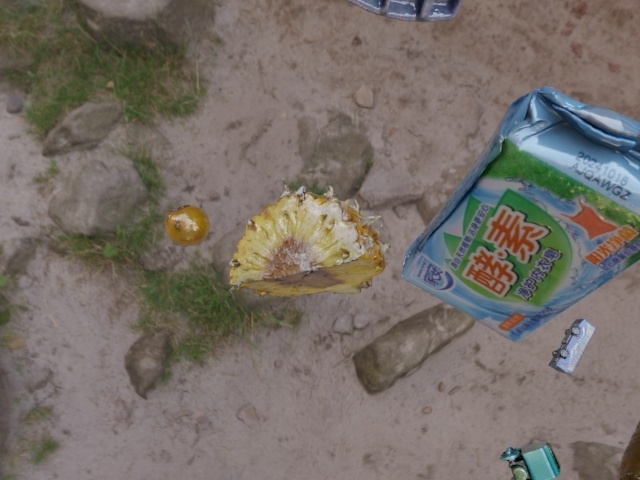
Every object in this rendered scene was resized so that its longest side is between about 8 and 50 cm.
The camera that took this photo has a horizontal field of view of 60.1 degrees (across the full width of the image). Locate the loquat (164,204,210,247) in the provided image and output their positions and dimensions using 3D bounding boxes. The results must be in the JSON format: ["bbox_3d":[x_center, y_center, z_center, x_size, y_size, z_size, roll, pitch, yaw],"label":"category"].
[{"bbox_3d":[-0.425,-0.045,1.769,0.141,0.141,0.141,0,66,0],"label":"loquat"}]

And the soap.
[{"bbox_3d":[0.187,-0.010,0.502,0.156,0.293,0.077,29,55,4],"label":"soap"}]

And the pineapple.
[{"bbox_3d":[0.002,0.001,1.187,0.344,0.286,0.209,-14,72,29],"label":"pineapple"}]

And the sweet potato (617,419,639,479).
[{"bbox_3d":[0.384,0.210,0.603,0.269,0.075,0.075,-6,62,-36],"label":"sweet potato"}]

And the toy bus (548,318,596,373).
[{"bbox_3d":[0.656,0.276,1.442,0.061,0.051,0.153,34,77,4],"label":"toy bus"}]

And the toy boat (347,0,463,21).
[{"bbox_3d":[0.142,-0.499,1.064,0.282,0.127,0.078,6,52,-14],"label":"toy boat"}]

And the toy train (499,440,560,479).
[{"bbox_3d":[0.603,0.642,1.591,0.154,0.198,0.107,-24,70,14],"label":"toy train"}]
